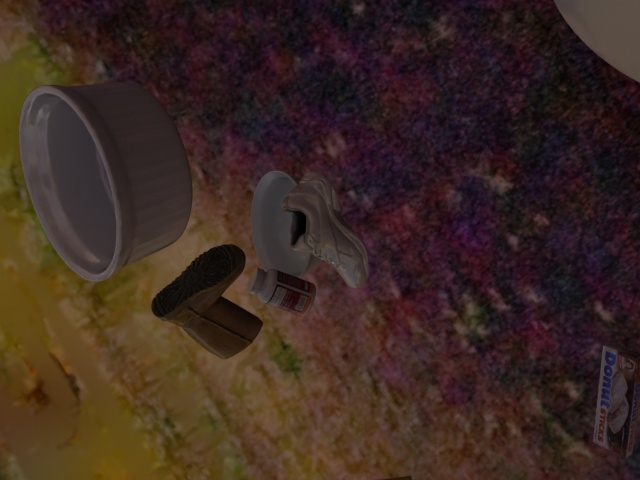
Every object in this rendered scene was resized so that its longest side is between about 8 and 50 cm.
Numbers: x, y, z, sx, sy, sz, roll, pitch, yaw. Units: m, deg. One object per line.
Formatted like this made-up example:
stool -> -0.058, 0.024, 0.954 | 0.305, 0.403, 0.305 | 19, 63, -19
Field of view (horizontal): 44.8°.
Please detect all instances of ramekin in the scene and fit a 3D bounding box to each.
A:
ramekin -> -0.303, -0.093, 1.107 | 0.277, 0.135, 0.277 | 24, 124, 40

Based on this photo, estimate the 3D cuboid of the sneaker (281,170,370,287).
sneaker -> 0.000, 0.000, 1.371 | 0.090, 0.115, 0.232 | 2, 127, 60

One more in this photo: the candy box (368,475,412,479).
candy box -> 0.068, 0.484, 1.509 | 0.205, 0.105, 0.027 | -22, 71, 39

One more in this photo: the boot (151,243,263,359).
boot -> -0.201, 0.135, 1.663 | 0.269, 0.236, 0.089 | 44, -163, -52

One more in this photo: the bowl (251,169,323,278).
bowl -> -0.053, -0.040, 2.014 | 0.297, 0.134, 0.298 | 17, 111, 54

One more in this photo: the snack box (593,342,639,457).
snack box -> 0.487, 0.261, 1.270 | 0.064, 0.022, 0.178 | 20, 116, 51

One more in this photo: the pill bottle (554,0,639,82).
pill bottle -> 0.373, -0.306, 0.631 | 0.210, 0.363, 0.210 | 43, 178, 2

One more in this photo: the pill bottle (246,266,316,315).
pill bottle -> -0.094, 0.118, 1.843 | 0.151, 0.086, 0.086 | 22, 162, -17
